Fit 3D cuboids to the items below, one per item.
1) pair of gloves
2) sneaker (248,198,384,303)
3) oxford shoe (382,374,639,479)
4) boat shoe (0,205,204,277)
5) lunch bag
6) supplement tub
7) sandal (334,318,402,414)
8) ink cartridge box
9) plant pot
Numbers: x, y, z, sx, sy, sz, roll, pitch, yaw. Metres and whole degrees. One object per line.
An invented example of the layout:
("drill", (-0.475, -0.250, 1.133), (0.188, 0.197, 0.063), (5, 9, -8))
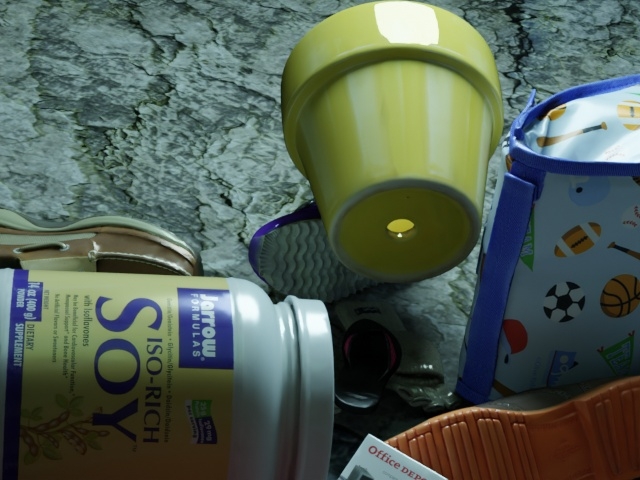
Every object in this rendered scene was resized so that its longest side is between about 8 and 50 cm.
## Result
("pair of gloves", (0.017, 0.136, 1.826), (0.240, 0.042, 0.204), (-4, 29, -29))
("sneaker", (0.000, 0.001, 1.976), (0.146, 0.102, 0.293), (20, 18, 41))
("oxford shoe", (0.194, 0.221, 1.698), (0.363, 0.130, 0.133), (-10, 3, -15))
("boat shoe", (-0.292, 0.046, 1.831), (0.324, 0.123, 0.120), (5, 38, 16))
("lunch bag", (0.318, -0.002, 1.841), (0.385, 0.328, 0.239), (-17, 38, -38))
("supplement tub", (-0.167, 0.151, 1.569), (0.331, 0.241, 0.241), (2, 33, -9))
("sandal", (0.052, 0.126, 1.762), (0.067, 0.040, 0.179), (12, 26, 4))
("ink cartridge box", (0.053, 0.266, 1.551), (0.099, 0.056, 0.135), (27, 73, 27))
("plant pot", (0.083, -0.093, 1.815), (0.254, 0.254, 0.239), (4, 47, -7))
